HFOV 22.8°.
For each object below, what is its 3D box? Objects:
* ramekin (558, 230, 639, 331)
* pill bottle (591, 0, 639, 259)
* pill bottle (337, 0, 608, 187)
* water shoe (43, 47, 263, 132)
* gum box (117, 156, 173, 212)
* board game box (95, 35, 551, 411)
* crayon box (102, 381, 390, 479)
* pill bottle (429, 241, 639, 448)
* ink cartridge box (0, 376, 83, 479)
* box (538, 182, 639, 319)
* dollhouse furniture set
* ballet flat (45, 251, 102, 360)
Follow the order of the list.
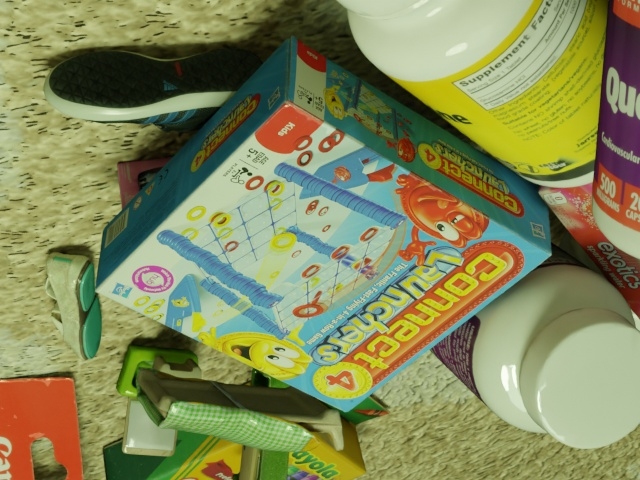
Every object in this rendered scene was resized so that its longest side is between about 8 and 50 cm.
[{"bbox_3d":[0.346,0.046,1.714,0.207,0.207,0.109,-7,135,-7],"label":"ramekin"},{"bbox_3d":[0.311,-0.148,1.230,0.181,0.181,0.323,-5,116,-10],"label":"pill bottle"},{"bbox_3d":[0.143,-0.189,1.327,0.188,0.188,0.334,-31,140,25],"label":"pill bottle"},{"bbox_3d":[-0.147,-0.123,1.433,0.203,0.073,0.080,-3,147,-11],"label":"water shoe"},{"bbox_3d":[-0.141,-0.011,1.601,0.107,0.062,0.188,-8,145,-5],"label":"gum box"},{"bbox_3d":[0.000,0.000,1.474,0.302,0.086,0.308,28,130,-25],"label":"board game box"},{"bbox_3d":[-0.086,0.268,1.996,0.318,0.081,0.202,-26,142,19],"label":"crayon box"},{"bbox_3d":[0.206,0.088,1.560,0.169,0.301,0.169,-5,109,-16],"label":"pill bottle"},{"bbox_3d":[-0.471,0.316,1.860,0.385,0.091,0.308,-4,125,-8],"label":"ink cartridge box"},{"bbox_3d":[0.328,-0.030,1.513,0.128,0.123,0.257,-9,140,35],"label":"box"},{"bbox_3d":[-0.109,0.220,1.707,0.197,0.151,0.301,7,-175,-16],"label":"dollhouse furniture set"},{"bbox_3d":[-0.266,0.066,1.696,0.052,0.057,0.168,16,141,8],"label":"ballet flat"}]
